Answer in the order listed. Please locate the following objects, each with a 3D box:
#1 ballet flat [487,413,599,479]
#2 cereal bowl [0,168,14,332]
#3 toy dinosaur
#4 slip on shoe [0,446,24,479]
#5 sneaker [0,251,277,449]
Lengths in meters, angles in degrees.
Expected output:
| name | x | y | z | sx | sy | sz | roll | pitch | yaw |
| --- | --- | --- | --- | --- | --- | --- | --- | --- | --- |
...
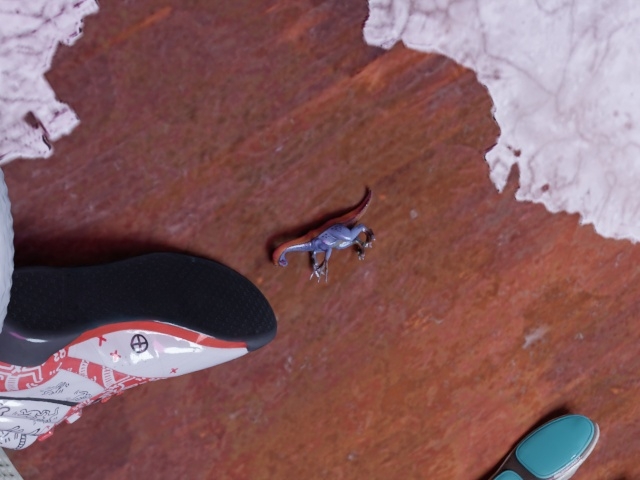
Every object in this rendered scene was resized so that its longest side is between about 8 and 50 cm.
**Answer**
| name | x | y | z | sx | sy | sz | roll | pitch | yaw |
| --- | --- | --- | --- | --- | --- | --- | --- | --- | --- |
| ballet flat | 0.199 | 0.230 | 1.118 | 0.168 | 0.057 | 0.052 | -37 | 143 | -6 |
| cereal bowl | -0.355 | 0.000 | 0.732 | 0.339 | 0.141 | 0.338 | 0 | 93 | -2 |
| toy dinosaur | 0.000 | 0.000 | 0.979 | 0.082 | 0.047 | 0.090 | 8 | 68 | -16 |
| slip on shoe | -0.275 | 0.214 | 0.874 | 0.101 | 0.123 | 0.331 | -29 | 113 | 13 |
| sneaker | -0.169 | 0.087 | 0.901 | 0.270 | 0.090 | 0.145 | 1 | 140 | -47 |
